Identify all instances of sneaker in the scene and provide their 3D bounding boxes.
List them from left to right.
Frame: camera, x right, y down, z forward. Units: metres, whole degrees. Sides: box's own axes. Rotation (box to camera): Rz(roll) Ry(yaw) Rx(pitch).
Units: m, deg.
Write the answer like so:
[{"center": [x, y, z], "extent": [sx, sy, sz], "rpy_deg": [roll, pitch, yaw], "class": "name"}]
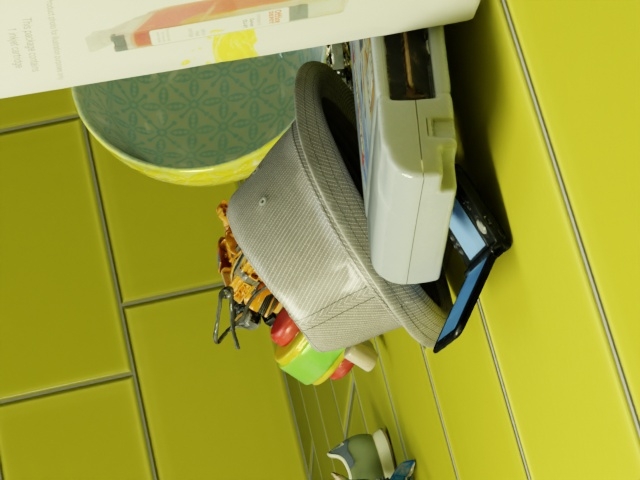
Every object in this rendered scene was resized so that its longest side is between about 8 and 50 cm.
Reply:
[{"center": [0.061, 0.338, 2.050], "extent": [0.064, 0.086, 0.192], "rpy_deg": [114, 144, -80], "class": "sneaker"}]

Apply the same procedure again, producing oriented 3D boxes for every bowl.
[{"center": [-0.119, -0.170, 1.816], "extent": [0.156, 0.289, 0.289], "rpy_deg": [67, -173, -63], "class": "bowl"}]

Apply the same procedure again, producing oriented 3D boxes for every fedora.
[{"center": [0.005, -0.008, 1.350], "extent": [0.243, 0.124, 0.275], "rpy_deg": [51, -165, -37], "class": "fedora"}]

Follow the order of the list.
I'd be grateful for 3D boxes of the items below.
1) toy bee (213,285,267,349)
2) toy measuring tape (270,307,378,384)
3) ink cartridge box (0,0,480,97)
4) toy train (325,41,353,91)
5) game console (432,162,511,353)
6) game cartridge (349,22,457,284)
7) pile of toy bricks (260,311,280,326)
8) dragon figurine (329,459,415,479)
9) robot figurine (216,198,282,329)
[{"center": [0.000, 0.000, 1.819], "extent": [0.195, 0.162, 0.298], "rpy_deg": [71, -150, -72], "class": "toy bee"}, {"center": [0.003, 0.140, 2.035], "extent": [0.330, 0.121, 0.121], "rpy_deg": [-126, 25, -76], "class": "toy measuring tape"}, {"center": [-0.103, -0.262, 1.010], "extent": [0.160, 0.385, 0.279], "rpy_deg": [106, 152, -71], "class": "ink cartridge box"}, {"center": [0.017, -0.206, 1.695], "extent": [0.036, 0.027, 0.158], "rpy_deg": [-89, -8, -56], "class": "toy train"}, {"center": [0.091, 0.015, 1.188], "extent": [0.107, 0.071, 0.122], "rpy_deg": [58, 171, 6], "class": "game console"}, {"center": [0.053, -0.130, 1.170], "extent": [0.198, 0.062, 0.297], "rpy_deg": [101, 166, -63], "class": "game cartridge"}, {"center": [-0.023, 0.067, 2.319], "extent": [0.105, 0.118, 0.212], "rpy_deg": [32, -155, -51], "class": "pile of toy bricks"}, {"center": [0.073, 0.301, 1.868], "extent": [0.289, 0.144, 0.085], "rpy_deg": [145, 116, -63], "class": "dragon figurine"}, {"center": [-0.074, -0.005, 2.182], "extent": [0.211, 0.085, 0.291], "rpy_deg": [-53, 19, 18], "class": "robot figurine"}]
